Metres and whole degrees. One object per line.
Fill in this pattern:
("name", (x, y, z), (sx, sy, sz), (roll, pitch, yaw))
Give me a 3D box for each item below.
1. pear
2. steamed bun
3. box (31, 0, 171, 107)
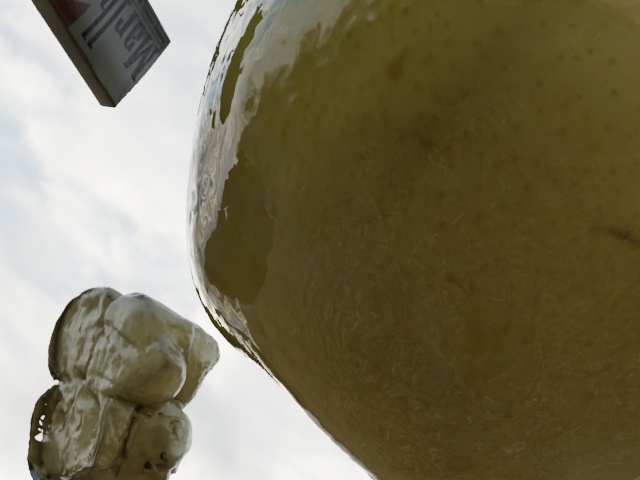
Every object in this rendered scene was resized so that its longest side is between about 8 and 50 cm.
("pear", (0.088, -0.025, 0.530), (0.309, 0.309, 0.309), (12, -42, 11))
("steamed bun", (-0.158, 0.132, 1.053), (0.106, 0.177, 0.192), (20, -25, -36))
("box", (-0.234, -0.243, 1.312), (0.036, 0.115, 0.177), (13, -33, 36))
